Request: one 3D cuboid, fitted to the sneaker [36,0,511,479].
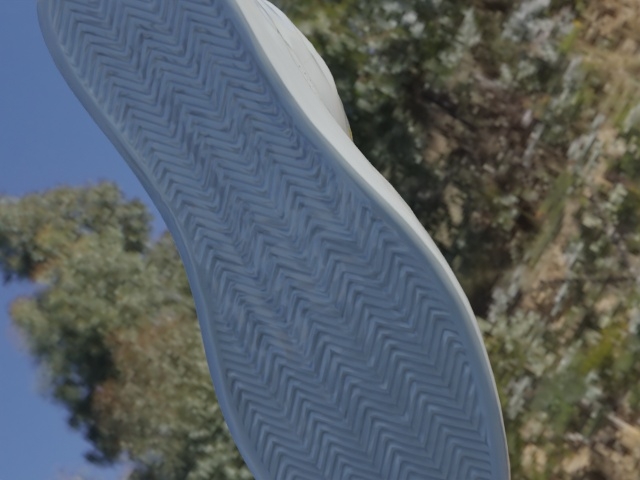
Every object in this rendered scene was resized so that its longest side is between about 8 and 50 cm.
[{"bbox_3d":[0.000,0.000,0.513,0.108,0.293,0.169,-27,-4,11],"label":"sneaker"}]
